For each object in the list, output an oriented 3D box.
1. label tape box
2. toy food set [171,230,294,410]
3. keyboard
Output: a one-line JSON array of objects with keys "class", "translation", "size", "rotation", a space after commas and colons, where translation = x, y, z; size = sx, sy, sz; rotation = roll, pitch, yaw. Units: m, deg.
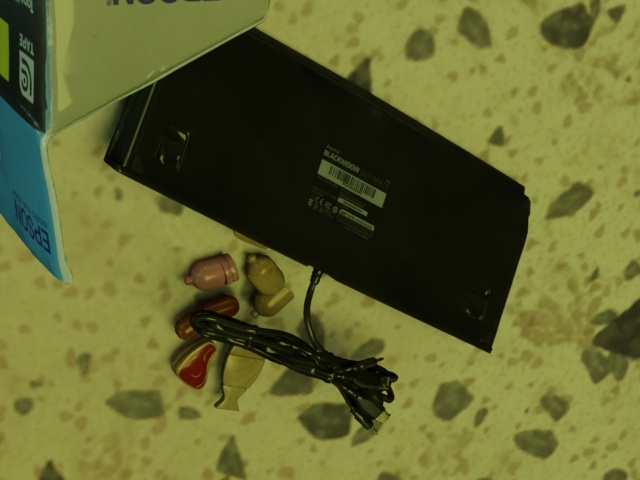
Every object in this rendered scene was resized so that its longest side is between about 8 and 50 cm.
[{"class": "label tape box", "translation": [-0.115, -0.188, 0.718], "size": [0.115, 0.249, 0.348], "rotation": [-8, 114, -24]}, {"class": "toy food set", "translation": [-0.061, 0.047, 0.984], "size": [0.078, 0.019, 0.122], "rotation": [22, 99, -33]}, {"class": "keyboard", "translation": [0.000, 0.000, 0.969], "size": [0.317, 0.033, 0.201], "rotation": [27, 76, -32]}]
